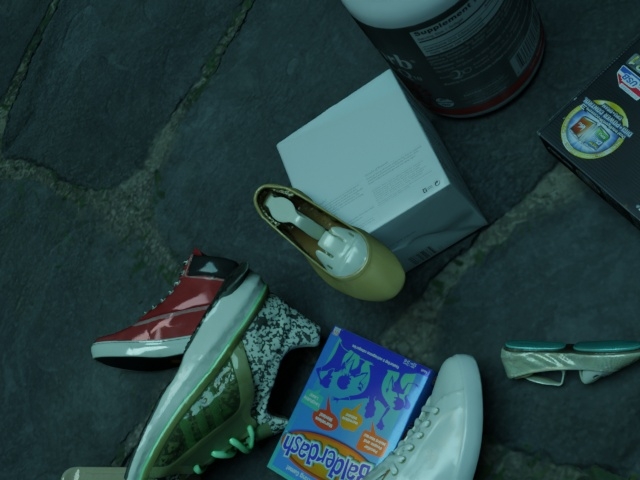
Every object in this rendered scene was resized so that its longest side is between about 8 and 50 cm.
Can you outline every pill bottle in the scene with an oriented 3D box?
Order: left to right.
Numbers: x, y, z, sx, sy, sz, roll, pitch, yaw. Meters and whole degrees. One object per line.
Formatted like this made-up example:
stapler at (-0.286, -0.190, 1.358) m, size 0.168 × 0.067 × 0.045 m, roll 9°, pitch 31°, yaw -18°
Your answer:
pill bottle at (0.143, -0.327, 1.052) m, size 0.210 × 0.363 × 0.210 m, roll -12°, pitch 64°, yaw 26°

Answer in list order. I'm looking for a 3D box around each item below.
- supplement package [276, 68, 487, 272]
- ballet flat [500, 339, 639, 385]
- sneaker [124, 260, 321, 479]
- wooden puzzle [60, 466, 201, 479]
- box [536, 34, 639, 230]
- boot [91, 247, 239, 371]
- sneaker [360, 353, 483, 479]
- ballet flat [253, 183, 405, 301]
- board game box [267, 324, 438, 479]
supplement package at (0.081, -0.076, 1.113) m, size 0.194 × 0.149 × 0.203 m, roll -31°, pitch 57°, yaw 16°
ballet flat at (0.297, 0.144, 0.966) m, size 0.168 × 0.057 × 0.052 m, roll -3°, pitch 96°, yaw 33°
sneaker at (-0.131, 0.243, 1.099) m, size 0.182 × 0.158 × 0.410 m, roll 28°, pitch 92°, yaw -3°
wooden puzzle at (-0.284, 0.440, 1.180) m, size 0.238 × 0.044 × 0.221 m, roll -6°, pitch 67°, yaw 23°
box at (0.433, -0.117, 0.982) m, size 0.216 × 0.060 × 0.270 m, roll -43°, pitch 55°, yaw 7°
boot at (-0.237, 0.104, 1.266) m, size 0.244 × 0.088 × 0.176 m, roll -10°, pitch 65°, yaw 18°
sneaker at (0.109, 0.264, 0.957) m, size 0.123 × 0.106 × 0.290 m, roll 16°, pitch 76°, yaw -3°
ballet flat at (0.000, 0.000, 0.995) m, size 0.232 × 0.073 × 0.080 m, roll 33°, pitch 90°, yaw 35°
board game box at (0.043, 0.237, 1.067) m, size 0.160 × 0.047 × 0.210 m, roll 21°, pitch 82°, yaw 35°
